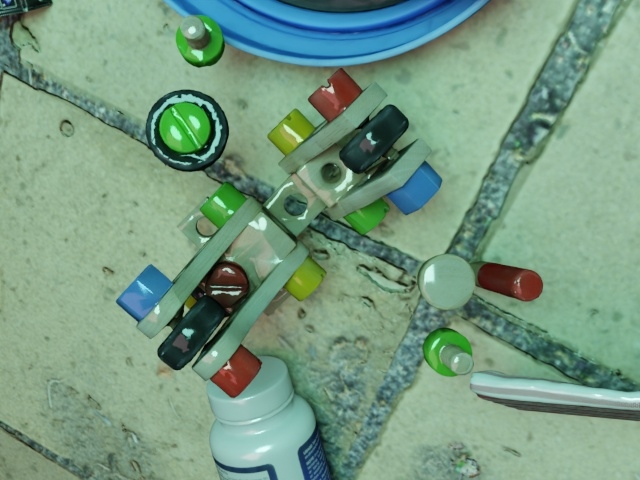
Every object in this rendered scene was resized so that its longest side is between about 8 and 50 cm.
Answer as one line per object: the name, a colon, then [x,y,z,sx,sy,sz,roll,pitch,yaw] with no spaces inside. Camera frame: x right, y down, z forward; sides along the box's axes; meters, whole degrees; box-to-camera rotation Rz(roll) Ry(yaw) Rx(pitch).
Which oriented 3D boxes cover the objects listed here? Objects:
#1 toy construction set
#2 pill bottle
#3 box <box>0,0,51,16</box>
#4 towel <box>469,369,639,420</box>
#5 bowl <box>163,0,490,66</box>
toy construction set: [0.000,0.000,0.651,0.309,0.237,0.257,19,90,-4]
pill bottle: [-0.052,0.220,0.793,0.112,0.112,0.186,-4,111,25]
box: [-0.363,-0.299,0.725,0.191,0.045,0.184,-1,115,23]
towel: [0.206,0.120,0.602,0.144,0.197,0.029,0,76,24]
bowl: [-0.001,-0.324,0.536,0.391,0.077,0.391,9,117,19]
